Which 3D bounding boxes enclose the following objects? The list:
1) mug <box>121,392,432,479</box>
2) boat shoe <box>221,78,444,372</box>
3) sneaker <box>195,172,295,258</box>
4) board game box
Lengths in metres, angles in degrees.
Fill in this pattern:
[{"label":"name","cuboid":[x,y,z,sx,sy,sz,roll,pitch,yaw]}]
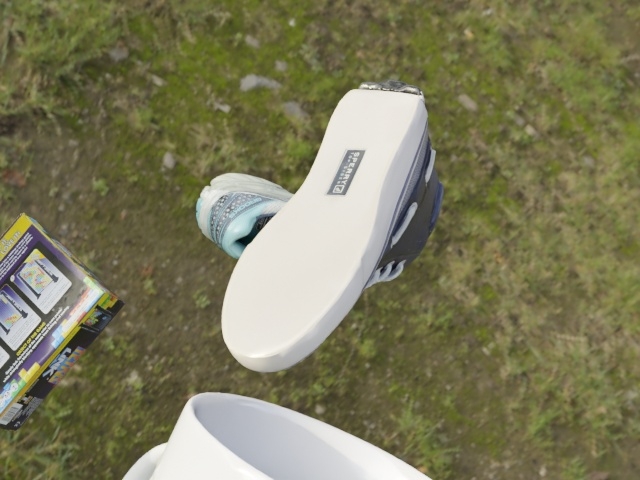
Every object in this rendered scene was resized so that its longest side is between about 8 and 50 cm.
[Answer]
[{"label":"mug","cuboid":[-0.081,0.319,0.853,0.276,0.328,0.374,22,3,-45]},{"label":"boat shoe","cuboid":[0.033,0.012,0.957,0.127,0.158,0.340,11,56,32]},{"label":"sneaker","cuboid":[0.000,0.000,1.154,0.283,0.110,0.122,3,25,-21]},{"label":"board game box","cuboid":[-0.304,0.081,0.993,0.141,0.048,0.170,40,87,25]}]
